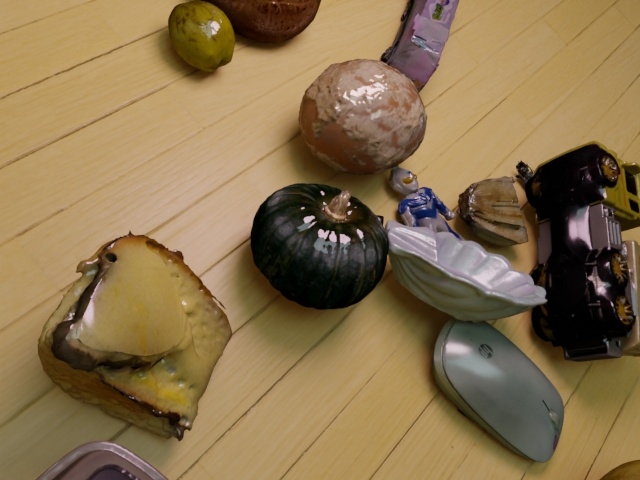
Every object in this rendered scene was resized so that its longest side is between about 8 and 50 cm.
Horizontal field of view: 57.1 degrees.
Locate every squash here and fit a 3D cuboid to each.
[{"bbox_3d":[-0.002,0.005,0.904,0.218,0.172,0.218,7,58,-12],"label":"squash"}]

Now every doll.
[{"bbox_3d":[0.193,-0.052,1.095,0.114,0.057,0.227,-37,90,-29],"label":"doll"}]

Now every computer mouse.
[{"bbox_3d":[0.312,0.242,0.991,0.288,0.097,0.159,38,54,-4],"label":"computer mouse"}]

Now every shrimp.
[{"bbox_3d":[0.483,-0.120,1.282,0.161,0.034,0.091,43,53,-11],"label":"shrimp"}]

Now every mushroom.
[{"bbox_3d":[-0.116,-0.497,1.106,0.253,0.153,0.253,5,72,-16],"label":"mushroom"}]

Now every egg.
[{"bbox_3d":[0.078,-0.213,1.034,0.245,0.203,0.203,3,65,-35],"label":"egg"}]

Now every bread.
[{"bbox_3d":[-0.238,0.113,0.753,0.204,0.163,0.262,-64,143,-34],"label":"bread"}]

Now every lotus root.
[{"bbox_3d":[0.324,-0.057,1.153,0.144,0.070,0.143,7,70,-27],"label":"lotus root"}]

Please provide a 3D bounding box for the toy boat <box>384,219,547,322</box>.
[{"bbox_3d":[0.231,0.061,0.986,0.290,0.100,0.199,24,20,-8],"label":"toy boat"}]

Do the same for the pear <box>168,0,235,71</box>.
[{"bbox_3d":[-0.205,-0.357,1.019,0.107,0.107,0.131,-25,83,-32],"label":"pear"}]

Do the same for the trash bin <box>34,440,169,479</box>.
[{"bbox_3d":[-0.218,0.325,0.581,0.209,0.290,0.182,44,56,0],"label":"trash bin"}]

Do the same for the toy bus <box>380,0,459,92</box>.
[{"bbox_3d":[0.224,-0.451,1.248,0.112,0.138,0.317,27,56,-10],"label":"toy bus"}]

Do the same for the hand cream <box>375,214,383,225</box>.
[{"bbox_3d":[0.057,-0.045,1.046,0.122,0.023,0.036,18,70,-17],"label":"hand cream"}]

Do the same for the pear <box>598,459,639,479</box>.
[{"bbox_3d":[0.542,0.486,0.872,0.304,0.304,0.303,10,63,-21],"label":"pear"}]

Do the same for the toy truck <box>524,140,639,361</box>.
[{"bbox_3d":[0.534,0.031,1.130,0.254,0.181,0.405,16,67,-30],"label":"toy truck"}]
